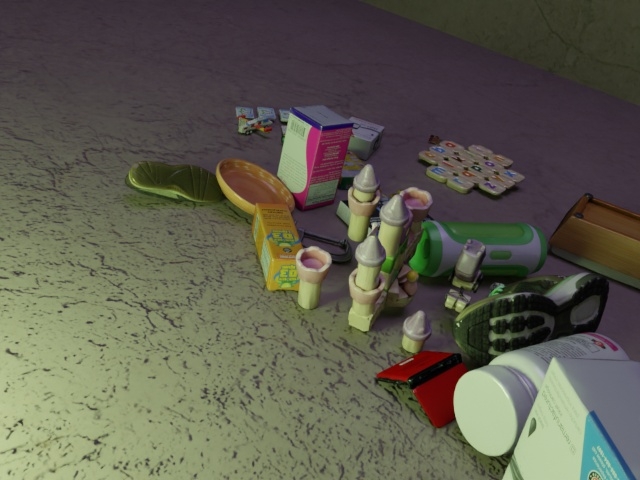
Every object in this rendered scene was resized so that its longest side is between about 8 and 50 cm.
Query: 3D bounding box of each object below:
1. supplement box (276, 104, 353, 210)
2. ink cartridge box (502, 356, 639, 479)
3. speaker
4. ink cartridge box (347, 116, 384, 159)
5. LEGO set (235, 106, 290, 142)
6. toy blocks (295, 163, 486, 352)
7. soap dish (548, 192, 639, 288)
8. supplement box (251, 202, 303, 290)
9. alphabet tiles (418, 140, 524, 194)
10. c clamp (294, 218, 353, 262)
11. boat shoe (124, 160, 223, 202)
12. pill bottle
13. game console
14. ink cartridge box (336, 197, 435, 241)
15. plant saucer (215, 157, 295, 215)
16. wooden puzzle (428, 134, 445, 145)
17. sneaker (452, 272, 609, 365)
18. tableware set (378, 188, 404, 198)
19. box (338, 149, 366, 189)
[{"bbox_3d":[-0.019,-0.196,1.833,0.114,0.220,0.111,-14,40,-43],"label":"supplement box"},{"bbox_3d":[0.333,0.332,0.952,0.129,0.307,0.223,4,30,-12],"label":"ink cartridge box"},{"bbox_3d":[0.345,0.019,1.706,0.297,0.131,0.131,1,31,-22],"label":"speaker"},{"bbox_3d":[0.110,-0.297,2.232,0.109,0.063,0.150,20,29,11],"label":"ink cartridge box"},{"bbox_3d":[-0.148,-0.348,2.222,0.183,0.060,0.244,4,30,-11],"label":"LEGO set"},{"bbox_3d":[0.148,0.006,1.439,0.309,0.260,0.288,23,46,16],"label":"toy blocks"},{"bbox_3d":[0.736,-0.001,1.919,0.291,0.118,0.229,23,30,20],"label":"soap dish"},{"bbox_3d":[-0.085,0.010,1.585,0.078,0.080,0.233,2,33,-16],"label":"supplement box"},{"bbox_3d":[0.434,-0.210,2.236,0.278,0.021,0.284,31,39,29],"label":"alphabet tiles"},{"bbox_3d":[0.000,0.000,1.696,0.161,0.022,0.137,18,29,9],"label":"c clamp"},{"bbox_3d":[-0.327,-0.127,1.725,0.224,0.080,0.073,9,-15,-35],"label":"boat shoe"},{"bbox_3d":[0.366,0.250,1.264,0.283,0.160,0.160,-7,34,-33],"label":"pill bottle"},{"bbox_3d":[0.189,0.253,1.335,0.144,0.085,0.124,-16,9,-43],"label":"game console"},{"bbox_3d":[0.175,-0.034,1.811,0.206,0.045,0.208,-5,35,-31],"label":"ink cartridge box"},{"bbox_3d":[-0.153,-0.113,1.768,0.200,0.037,0.200,26,28,-15],"label":"plant saucer"},{"bbox_3d":[0.365,-0.311,2.428,0.049,0.006,0.083,18,29,7],"label":"wooden puzzle"},{"bbox_3d":[0.384,0.143,1.527,0.411,0.157,0.182,-7,15,-37],"label":"sneaker"},{"bbox_3d":[0.154,-0.111,1.965,0.154,0.024,0.104,-4,30,-27],"label":"tableware set"},{"bbox_3d":[0.061,-0.193,2.049,0.105,0.043,0.179,-2,34,-25],"label":"box"}]
